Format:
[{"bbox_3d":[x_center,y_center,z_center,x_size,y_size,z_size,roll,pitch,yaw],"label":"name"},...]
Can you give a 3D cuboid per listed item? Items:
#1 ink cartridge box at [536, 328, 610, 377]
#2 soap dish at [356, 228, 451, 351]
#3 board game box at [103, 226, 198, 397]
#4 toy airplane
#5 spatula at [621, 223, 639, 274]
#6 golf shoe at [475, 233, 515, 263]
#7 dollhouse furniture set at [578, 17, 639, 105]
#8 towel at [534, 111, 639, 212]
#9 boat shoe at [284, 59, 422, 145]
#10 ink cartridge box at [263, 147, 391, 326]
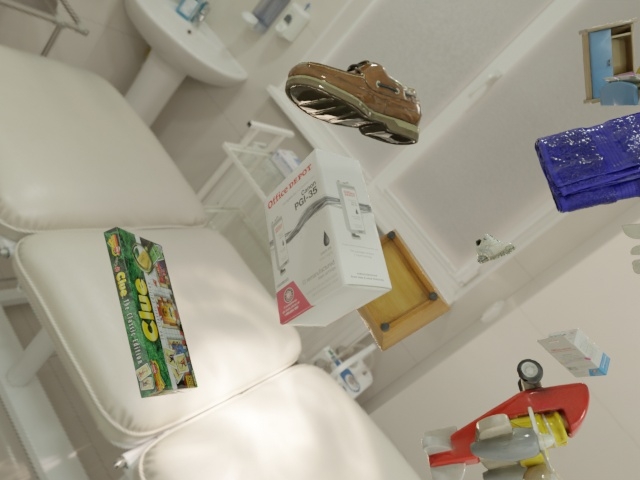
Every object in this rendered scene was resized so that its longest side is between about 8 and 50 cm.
[{"bbox_3d":[0.737,0.319,1.456,0.181,0.104,0.062,41,59,-9],"label":"ink cartridge box"},{"bbox_3d":[0.194,0.128,1.415,0.291,0.228,0.118,58,-3,23],"label":"soap dish"},{"bbox_3d":[-0.266,0.114,0.790,0.136,0.030,0.260,39,29,-71],"label":"board game box"},{"bbox_3d":[0.433,0.494,1.163,0.386,0.384,0.272,1,40,-35],"label":"toy airplane"},{"bbox_3d":[0.796,0.014,1.063,0.168,0.242,0.019,58,45,-28],"label":"spatula"},{"bbox_3d":[0.531,0.018,1.548,0.069,0.176,0.086,-17,83,-18],"label":"golf shoe"},{"bbox_3d":[0.838,-0.462,1.237,0.303,0.286,0.198,-92,169,-74],"label":"dollhouse furniture set"},{"bbox_3d":[0.628,-0.183,1.041,0.076,0.308,0.228,60,24,-45],"label":"towel"},{"bbox_3d":[0.063,-0.254,0.865,0.110,0.105,0.307,6,-3,44],"label":"boat shoe"},{"bbox_3d":[0.000,0.000,0.963,0.117,0.207,0.283,10,57,-36],"label":"ink cartridge box"}]
